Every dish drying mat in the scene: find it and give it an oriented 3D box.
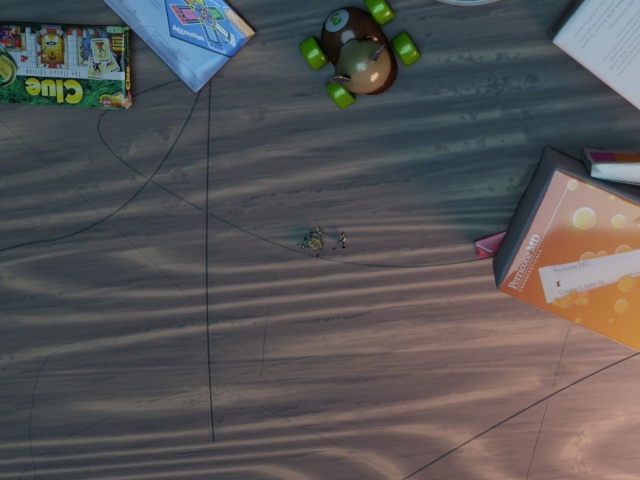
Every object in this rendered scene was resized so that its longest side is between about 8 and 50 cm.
[{"bbox_3d":[0.298,0.003,1.954,0.083,0.008,0.032,-18,101,12],"label":"dish drying mat"}]

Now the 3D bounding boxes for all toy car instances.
[{"bbox_3d":[0.055,-0.283,1.813,0.155,0.188,0.149,-33,99,14],"label":"toy car"}]

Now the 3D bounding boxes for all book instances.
[{"bbox_3d":[0.458,-0.119,1.830,0.096,0.144,0.035,6,106,6],"label":"book"}]

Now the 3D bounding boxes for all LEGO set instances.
[{"bbox_3d":[0.001,0.002,1.988,0.083,0.023,0.054,11,109,-10],"label":"LEGO set"}]

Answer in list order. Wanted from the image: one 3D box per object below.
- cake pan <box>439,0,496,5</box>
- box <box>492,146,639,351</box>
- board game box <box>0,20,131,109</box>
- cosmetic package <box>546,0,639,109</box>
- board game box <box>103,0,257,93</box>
[{"bbox_3d":[0.227,-0.507,1.801,0.293,0.054,0.293,2,106,7],"label":"cake pan"},{"bbox_3d":[0.470,0.029,1.852,0.345,0.168,0.215,23,106,-1],"label":"box"},{"bbox_3d":[-0.437,-0.289,1.945,0.259,0.030,0.136,4,108,12],"label":"board game box"},{"bbox_3d":[0.459,-0.309,1.775,0.183,0.151,0.151,37,106,-4],"label":"cosmetic package"},{"bbox_3d":[-0.251,-0.386,1.908,0.145,0.027,0.281,-43,96,17],"label":"board game box"}]
